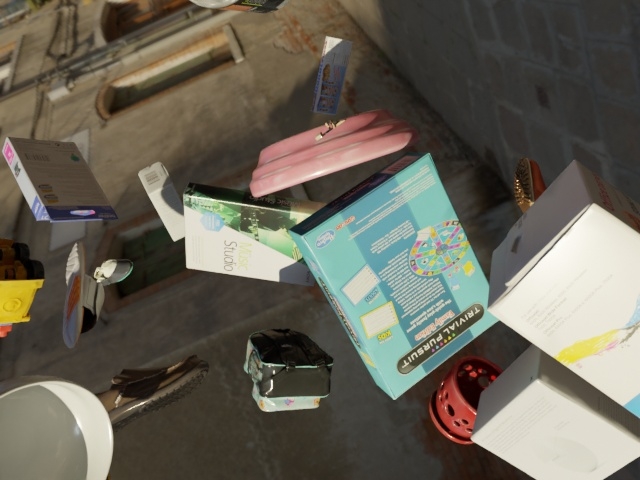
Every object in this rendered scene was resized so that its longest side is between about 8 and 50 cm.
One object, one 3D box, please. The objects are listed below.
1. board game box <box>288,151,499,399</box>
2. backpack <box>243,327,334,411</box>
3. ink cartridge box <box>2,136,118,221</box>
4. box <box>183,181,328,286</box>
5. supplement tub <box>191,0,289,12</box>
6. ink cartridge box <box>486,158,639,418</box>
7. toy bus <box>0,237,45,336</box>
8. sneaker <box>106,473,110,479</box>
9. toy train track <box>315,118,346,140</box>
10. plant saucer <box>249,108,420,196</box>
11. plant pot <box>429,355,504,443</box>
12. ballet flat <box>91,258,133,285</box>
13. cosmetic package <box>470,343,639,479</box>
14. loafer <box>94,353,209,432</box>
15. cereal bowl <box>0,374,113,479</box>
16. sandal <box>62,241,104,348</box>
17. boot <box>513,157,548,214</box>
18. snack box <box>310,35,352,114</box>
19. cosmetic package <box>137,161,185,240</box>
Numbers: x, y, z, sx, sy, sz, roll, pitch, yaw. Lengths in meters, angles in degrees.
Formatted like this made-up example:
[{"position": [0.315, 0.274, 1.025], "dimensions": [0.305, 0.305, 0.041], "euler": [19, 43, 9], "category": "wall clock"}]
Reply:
[{"position": [0.137, 0.059, 0.989], "dimensions": [0.336, 0.253, 0.079], "euler": [61, 167, -18], "category": "board game box"}, {"position": [-0.075, 0.265, 1.213], "dimensions": [0.188, 0.165, 0.144], "euler": [-136, 51, -59], "category": "backpack"}, {"position": [-0.676, -0.144, 1.504], "dimensions": [0.185, 0.065, 0.311], "euler": [-5, -133, -51], "category": "ink cartridge box"}, {"position": [-0.154, -0.008, 1.353], "dimensions": [0.058, 0.322, 0.232], "euler": [-84, 3, -47], "category": "box"}, {"position": [-0.168, -0.540, 1.102], "dimensions": [0.194, 0.193, 0.316], "euler": [66, -157, -10], "category": "supplement tub"}, {"position": [0.339, 0.054, 0.671], "dimensions": [0.232, 0.168, 0.171], "euler": [35, -152, 1], "category": "ink cartridge box"}, {"position": [-0.794, 0.119, 1.424], "dimensions": [0.149, 0.211, 0.220], "euler": [-1, -151, -47], "category": "toy bus"}, {"position": [-0.584, 0.600, 1.455], "dimensions": [0.225, 0.092, 0.088], "euler": [57, 154, -4], "category": "sneaker"}, {"position": [0.009, -0.161, 0.828], "dimensions": [0.014, 0.048, 0.083], "euler": [54, -149, -9], "category": "toy train track"}, {"position": [0.017, -0.170, 1.093], "dimensions": [0.332, 0.332, 0.084], "euler": [-114, 4, -84], "category": "plant saucer"}, {"position": [0.391, 0.428, 1.519], "dimensions": [0.174, 0.191, 0.191], "euler": [-63, 38, 39], "category": "plant pot"}, {"position": [-0.647, 0.096, 1.774], "dimensions": [0.203, 0.074, 0.074], "euler": [-21, 95, 46], "category": "ballet flat"}, {"position": [0.451, 0.339, 1.111], "dimensions": [0.224, 0.224, 0.138], "euler": [31, -141, 3], "category": "cosmetic package"}, {"position": [-0.457, 0.366, 1.433], "dimensions": [0.130, 0.366, 0.134], "euler": [61, 168, 20], "category": "loafer"}, {"position": [-0.575, 0.413, 1.091], "dimensions": [0.339, 0.141, 0.339], "euler": [-12, -75, -53], "category": "cereal bowl"}, {"position": [-0.515, 0.112, 1.279], "dimensions": [0.076, 0.102, 0.265], "euler": [14, -136, -33], "category": "sandal"}, {"position": [0.372, -0.066, 0.954], "dimensions": [0.059, 0.084, 0.158], "euler": [-107, 0, -82], "category": "boot"}, {"position": [0.026, -0.393, 1.389], "dimensions": [0.022, 0.064, 0.178], "euler": [-129, 46, -55], "category": "snack box"}, {"position": [-0.474, -0.118, 1.799], "dimensions": [0.117, 0.085, 0.231], "euler": [55, 168, 35], "category": "cosmetic package"}]
